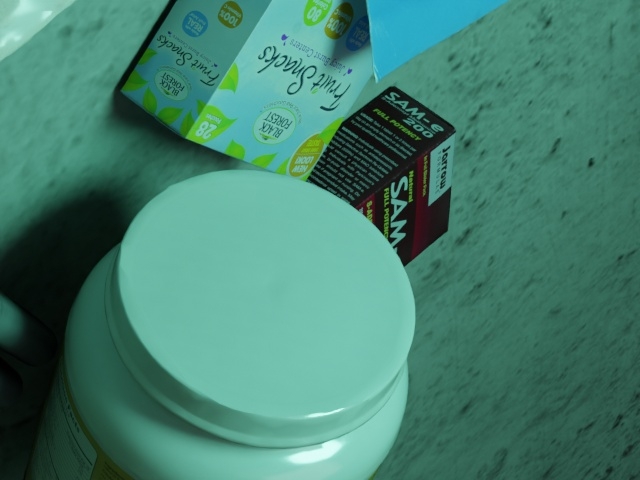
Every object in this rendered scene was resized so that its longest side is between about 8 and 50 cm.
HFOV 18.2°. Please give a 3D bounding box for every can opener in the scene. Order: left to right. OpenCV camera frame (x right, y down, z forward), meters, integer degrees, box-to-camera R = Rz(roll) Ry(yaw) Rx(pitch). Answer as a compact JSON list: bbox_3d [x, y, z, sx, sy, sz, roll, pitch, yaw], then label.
[{"bbox_3d":[-0.233,0.042,1.220,0.074,0.093,0.280,-49,162,-4],"label":"can opener"}]

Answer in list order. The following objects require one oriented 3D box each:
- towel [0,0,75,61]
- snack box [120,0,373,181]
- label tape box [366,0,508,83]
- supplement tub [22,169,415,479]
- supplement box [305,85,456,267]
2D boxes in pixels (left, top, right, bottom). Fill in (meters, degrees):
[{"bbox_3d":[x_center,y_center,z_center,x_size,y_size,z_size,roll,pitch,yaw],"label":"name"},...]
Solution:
[{"bbox_3d":[-0.152,-0.266,0.806,0.317,0.053,0.332,-44,117,-15],"label":"towel"},{"bbox_3d":[-0.017,-0.152,1.340,0.207,0.070,0.174,-57,154,8],"label":"snack box"},{"bbox_3d":[0.144,-0.287,1.293,0.249,0.115,0.348,-32,132,-46],"label":"label tape box"},{"bbox_3d":[-0.072,0.123,1.355,0.228,0.228,0.316,-33,159,-36],"label":"supplement tub"},{"bbox_3d":[0.000,0.000,1.553,0.239,0.073,0.130,-39,150,-28],"label":"supplement box"}]
